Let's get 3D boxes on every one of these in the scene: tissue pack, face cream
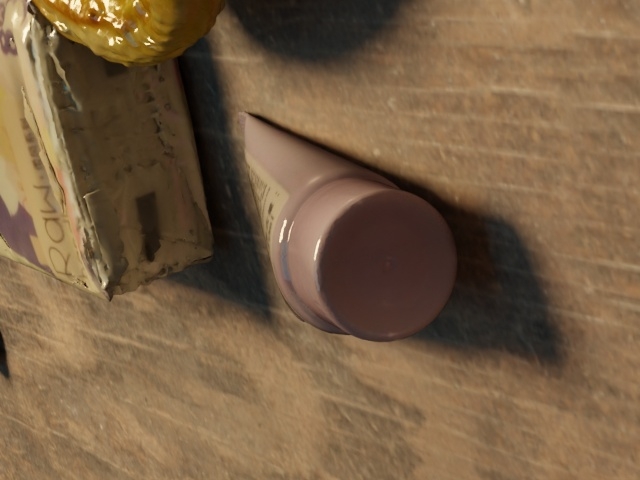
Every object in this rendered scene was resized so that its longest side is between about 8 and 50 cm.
[{"bbox_3d":[-0.223,-0.103,1.549,0.343,0.125,0.242,15,122,56],"label":"tissue pack"},{"bbox_3d":[0.000,0.000,1.267,0.274,0.096,0.154,-155,46,-71],"label":"face cream"}]

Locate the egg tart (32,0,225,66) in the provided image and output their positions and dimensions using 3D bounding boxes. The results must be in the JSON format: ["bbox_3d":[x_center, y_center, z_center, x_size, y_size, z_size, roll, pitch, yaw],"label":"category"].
[{"bbox_3d":[-0.125,-0.259,1.234,0.319,0.128,0.319,44,150,33],"label":"egg tart"}]
